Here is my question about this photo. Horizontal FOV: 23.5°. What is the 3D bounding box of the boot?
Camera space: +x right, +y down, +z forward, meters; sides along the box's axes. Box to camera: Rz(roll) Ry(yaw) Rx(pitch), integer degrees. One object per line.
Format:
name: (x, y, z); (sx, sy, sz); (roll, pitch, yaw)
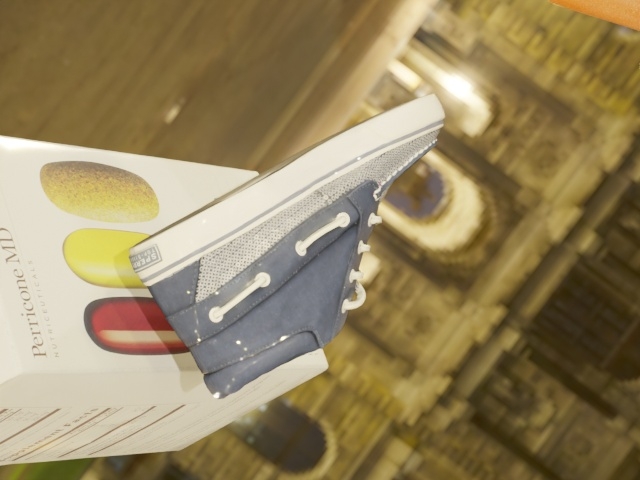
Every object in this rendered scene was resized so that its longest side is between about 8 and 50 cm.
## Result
boot: (0.000, 0.000, 0.766); (0.190, 0.086, 0.069); (-30, -174, -26)

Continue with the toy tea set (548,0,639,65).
toy tea set: (0.215, -0.191, 0.914); (0.200, 0.124, 0.336); (-59, 160, -1)

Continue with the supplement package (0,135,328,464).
supplement package: (-0.135, 0.039, 0.852); (0.134, 0.139, 0.244); (-32, 160, 31)
